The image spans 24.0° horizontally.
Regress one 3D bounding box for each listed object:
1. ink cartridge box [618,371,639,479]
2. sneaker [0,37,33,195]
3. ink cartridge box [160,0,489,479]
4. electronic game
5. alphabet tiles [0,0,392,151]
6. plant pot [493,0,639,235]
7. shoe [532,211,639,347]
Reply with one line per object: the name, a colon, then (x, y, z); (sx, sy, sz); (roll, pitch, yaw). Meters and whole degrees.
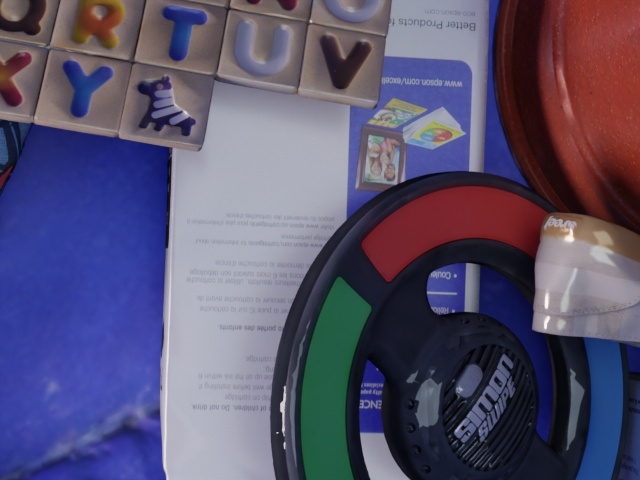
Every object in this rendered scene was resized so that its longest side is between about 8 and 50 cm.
ink cartridge box: (0.228, 0.184, 0.811); (0.153, 0.087, 0.208); (7, 89, -8)
sneaker: (-0.213, -0.029, 0.755); (0.262, 0.104, 0.125); (-41, 137, -22)
ink cartridge box: (0.000, 0.000, 0.791); (0.165, 0.065, 0.332); (3, 87, -9)
electronic game: (0.071, 0.080, 0.734); (0.229, 0.048, 0.229); (0, 90, -37)
alphabet tiles: (-0.082, -0.135, 0.733); (0.237, 0.009, 0.198); (10, 63, -4)
plant pot: (0.251, -0.103, 0.730); (0.273, 0.265, 0.272); (0, 89, -9)
shoe: (0.187, 0.044, 0.769); (0.219, 0.077, 0.058); (20, 77, -34)
